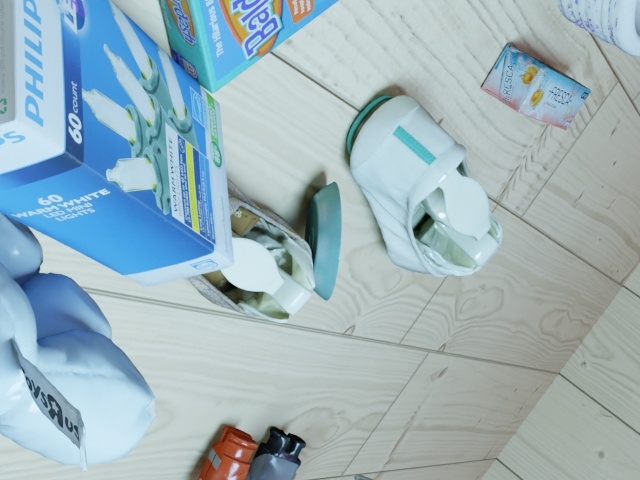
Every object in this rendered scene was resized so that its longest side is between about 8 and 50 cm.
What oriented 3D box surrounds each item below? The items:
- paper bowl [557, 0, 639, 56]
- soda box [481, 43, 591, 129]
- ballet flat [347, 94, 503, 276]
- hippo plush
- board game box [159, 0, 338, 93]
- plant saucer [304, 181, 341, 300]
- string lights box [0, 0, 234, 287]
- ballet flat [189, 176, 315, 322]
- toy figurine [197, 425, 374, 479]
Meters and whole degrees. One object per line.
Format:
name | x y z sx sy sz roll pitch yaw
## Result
paper bowl | 0.345 -0.347 1.076 0.284 0.148 0.284 -39 152 -25
soda box | 0.263 -0.182 1.254 0.183 0.058 0.063 3 121 -60
ballet flat | 0.137 -0.027 1.166 0.139 0.139 0.400 -50 154 -4
hippo plush | -0.246 0.102 0.572 0.236 0.294 0.234 -41 126 -2
board game box | -0.026 -0.226 0.744 0.210 0.047 0.160 -40 151 -21
plant saucer | 0.000 0.000 1.034 0.021 0.119 0.119 4 132 -10
string lights box | -0.144 -0.071 0.640 0.076 0.133 0.259 -13 160 16
ballet flat | -0.066 0.021 0.925 0.107 0.106 0.316 -53 154 1
toy figurine | -0.042 0.327 1.231 0.148 0.213 0.209 -65 158 0
